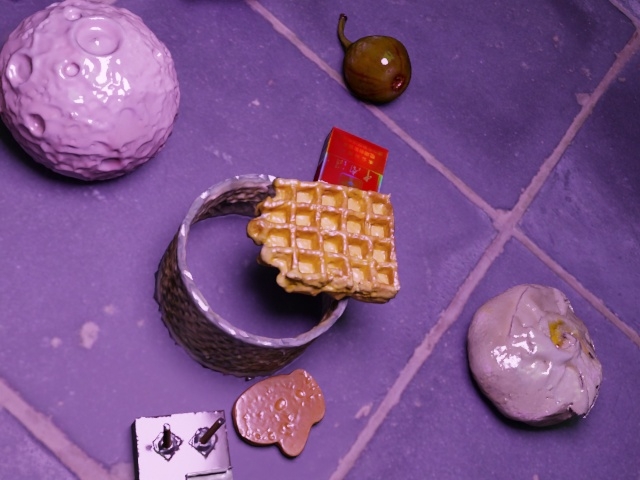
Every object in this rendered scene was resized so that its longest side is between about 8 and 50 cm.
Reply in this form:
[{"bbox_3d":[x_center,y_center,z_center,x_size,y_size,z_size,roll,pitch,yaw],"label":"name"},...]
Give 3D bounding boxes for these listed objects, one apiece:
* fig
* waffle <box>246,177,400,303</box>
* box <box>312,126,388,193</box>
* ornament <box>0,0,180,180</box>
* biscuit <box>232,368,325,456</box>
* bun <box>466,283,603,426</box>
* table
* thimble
[{"bbox_3d":[0.078,-0.355,1.378,0.124,0.124,0.236,-14,53,-28],"label":"fig"},{"bbox_3d":[0.000,0.000,1.006,0.210,0.055,0.161,7,62,-20],"label":"waffle"},{"bbox_3d":[0.045,-0.099,1.259,0.112,0.048,0.175,21,59,-12],"label":"box"},{"bbox_3d":[-0.330,-0.221,1.059,0.259,0.225,0.260,9,63,-19],"label":"ornament"},{"bbox_3d":[-0.056,0.252,1.055,0.140,0.023,0.118,-10,70,-27],"label":"biscuit"},{"bbox_3d":[0.352,0.183,1.189,0.239,0.141,0.239,12,59,-20],"label":"bun"},{"bbox_3d":[-0.159,0.332,0.920,0.121,0.111,0.240,-1,65,-24],"label":"table"},{"bbox_3d":[-0.093,0.048,1.067,0.270,0.150,0.271,10,62,-19],"label":"thimble"}]
